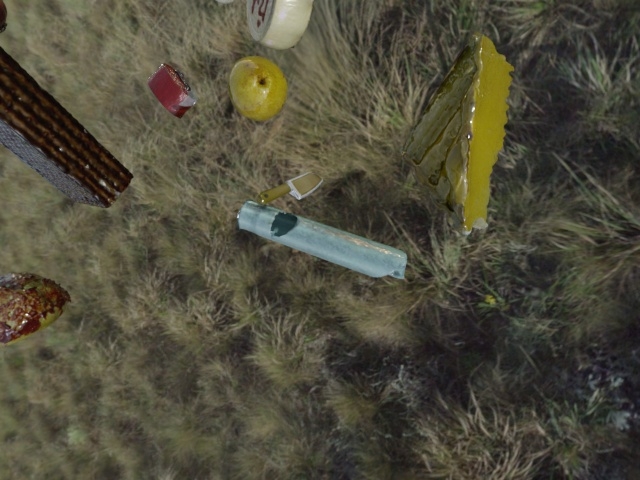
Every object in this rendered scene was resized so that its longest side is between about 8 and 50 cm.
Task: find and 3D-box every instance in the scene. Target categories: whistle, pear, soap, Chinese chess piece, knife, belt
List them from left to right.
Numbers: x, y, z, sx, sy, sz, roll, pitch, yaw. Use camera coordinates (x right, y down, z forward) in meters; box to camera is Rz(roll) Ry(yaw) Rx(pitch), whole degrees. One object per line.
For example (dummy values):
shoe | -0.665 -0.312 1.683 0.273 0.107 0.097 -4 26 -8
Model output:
belt | -0.558 -0.578 1.551 0.124 0.128 0.201 -39 78 14
pear | -0.211 -0.506 1.355 0.208 0.208 0.209 -1 88 42
Chinese chess piece | -0.113 -0.669 1.107 0.270 0.112 0.270 15 107 61
knife | -0.054 -0.102 0.823 0.022 0.256 0.046 -39 89 30
whistle | 0.000 0.000 0.714 0.312 0.062 0.062 20 103 16
soap | 0.367 -0.233 0.923 0.304 0.169 0.339 62 140 32

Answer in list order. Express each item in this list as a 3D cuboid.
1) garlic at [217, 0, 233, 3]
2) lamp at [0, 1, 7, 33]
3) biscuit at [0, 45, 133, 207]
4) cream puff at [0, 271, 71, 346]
garlic | -0.219 -0.628 0.893 0.226 0.199 0.199 51 122 47
lamp | -0.732 -0.494 0.878 0.101 0.090 0.101 -11 61 20
biscuit | -0.381 -0.147 0.549 0.106 0.252 0.070 10 60 32
cream puff | -0.447 0.092 0.582 0.149 0.149 0.085 10 118 41
